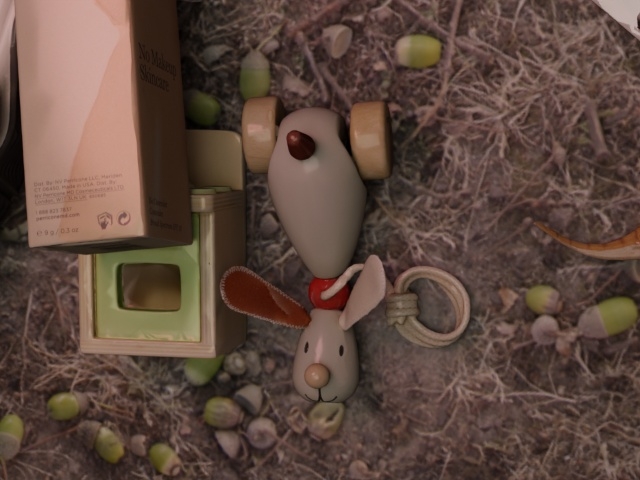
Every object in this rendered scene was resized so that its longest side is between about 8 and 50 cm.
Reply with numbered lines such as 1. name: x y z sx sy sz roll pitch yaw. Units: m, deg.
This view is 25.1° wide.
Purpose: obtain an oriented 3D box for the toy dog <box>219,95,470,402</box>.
1. toy dog: 0.000 0.000 1.465 0.220 0.161 0.334 -22 90 14

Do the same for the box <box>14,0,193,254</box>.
1. box: -0.210 -0.147 1.392 0.121 0.148 0.311 -5 87 13

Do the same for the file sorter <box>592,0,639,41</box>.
1. file sorter: 0.312 -0.314 1.359 0.277 0.173 0.193 42 102 7

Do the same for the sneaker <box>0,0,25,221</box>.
1. sneaker: -0.436 -0.163 1.536 0.257 0.169 0.448 20 75 21

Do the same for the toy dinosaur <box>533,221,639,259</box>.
1. toy dinosaur: 0.336 0.004 1.448 0.211 0.064 0.112 -20 72 5

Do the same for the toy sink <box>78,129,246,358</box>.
1. toy sink: -0.167 0.000 1.520 0.152 0.131 0.234 2 95 13
